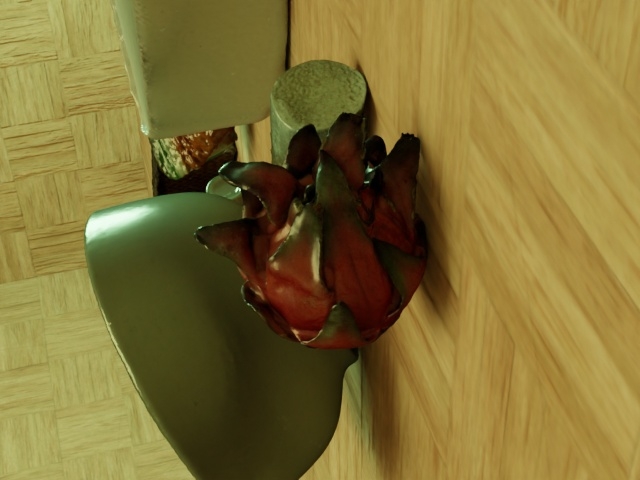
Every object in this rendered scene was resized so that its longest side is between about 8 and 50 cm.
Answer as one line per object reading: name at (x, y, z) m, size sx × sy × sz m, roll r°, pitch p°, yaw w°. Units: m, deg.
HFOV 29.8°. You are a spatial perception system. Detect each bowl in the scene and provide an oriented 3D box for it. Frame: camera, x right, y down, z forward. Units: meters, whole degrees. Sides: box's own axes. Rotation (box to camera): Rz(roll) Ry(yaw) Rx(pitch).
bowl at (-0.060, 0.071, 1.004) m, size 0.289 × 0.146 × 0.289 m, roll 61°, pitch -176°, yaw -8°

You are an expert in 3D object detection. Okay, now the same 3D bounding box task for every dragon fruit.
dragon fruit at (0.006, 0.001, 0.749) m, size 0.142 × 0.121 × 0.130 m, roll 56°, pitch -132°, yaw -50°

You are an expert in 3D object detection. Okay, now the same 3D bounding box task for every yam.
yam at (-0.005, -0.055, 0.890) m, size 0.169 × 0.068 × 0.068 m, roll 94°, pitch 162°, yaw -53°

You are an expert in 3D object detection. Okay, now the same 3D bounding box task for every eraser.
eraser at (-0.133, -0.301, 1.111) m, size 0.331 × 0.150 × 0.331 m, roll 166°, pitch 90°, yaw -78°

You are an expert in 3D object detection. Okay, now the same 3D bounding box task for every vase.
vase at (-0.115, -0.032, 1.540) m, size 0.100 × 0.053 × 0.053 m, roll 84°, pitch 169°, yaw -45°

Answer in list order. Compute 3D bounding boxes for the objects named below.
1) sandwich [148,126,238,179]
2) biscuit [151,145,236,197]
sandwich at (-0.134, -0.166, 1.401) m, size 0.160 × 0.109 × 0.184 m, roll 11°, pitch 119°, yaw 49°
biscuit at (-0.177, -0.098, 1.653) m, size 0.252 × 0.106 × 0.070 m, roll 109°, pitch 150°, yaw -68°
